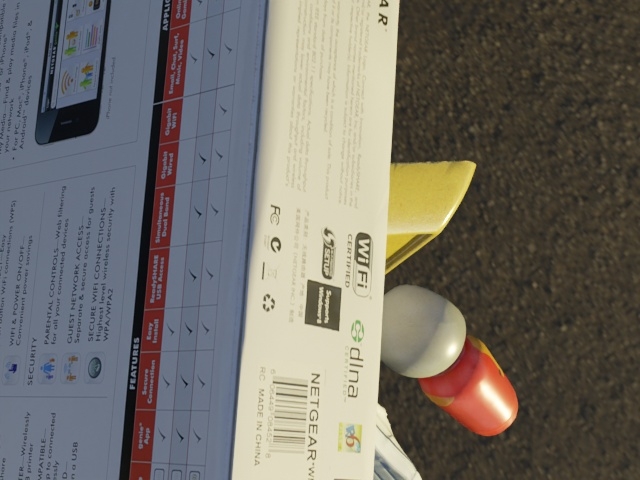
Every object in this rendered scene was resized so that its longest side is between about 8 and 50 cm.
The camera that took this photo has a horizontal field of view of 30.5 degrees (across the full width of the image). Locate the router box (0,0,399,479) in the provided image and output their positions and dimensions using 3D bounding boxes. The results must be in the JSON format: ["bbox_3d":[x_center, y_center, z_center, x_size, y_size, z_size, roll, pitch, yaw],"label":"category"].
[{"bbox_3d":[-0.111,0.017,0.544,0.082,0.301,0.335,15,75,-47],"label":"router box"}]

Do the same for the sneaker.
[{"bbox_3d":[0.073,0.270,1.557,0.094,0.091,0.258,-11,133,21],"label":"sneaker"}]

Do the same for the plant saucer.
[{"bbox_3d":[0.000,0.000,1.556,0.333,0.333,0.081,-4,71,-26],"label":"plant saucer"}]

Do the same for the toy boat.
[{"bbox_3d":[-0.012,0.148,0.886,0.318,0.267,0.148,-32,128,16],"label":"toy boat"}]
